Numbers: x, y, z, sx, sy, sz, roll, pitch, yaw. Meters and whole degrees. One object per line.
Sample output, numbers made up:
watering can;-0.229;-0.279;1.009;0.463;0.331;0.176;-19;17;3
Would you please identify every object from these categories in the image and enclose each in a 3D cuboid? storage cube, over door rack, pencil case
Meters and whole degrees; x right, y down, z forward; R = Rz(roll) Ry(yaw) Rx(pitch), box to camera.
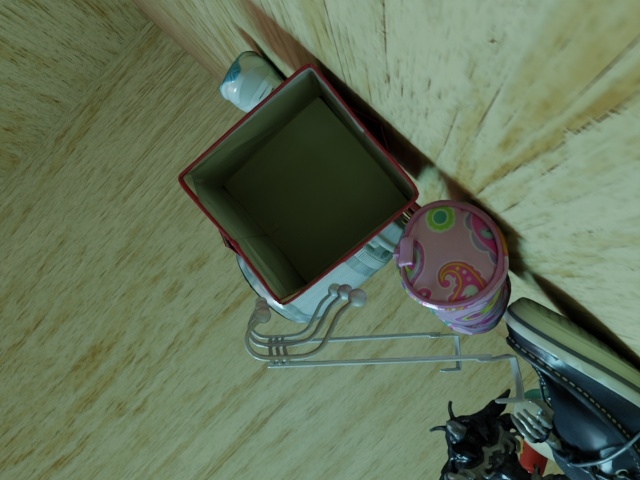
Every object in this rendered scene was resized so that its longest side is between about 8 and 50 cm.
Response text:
storage cube;-0.014;-0.059;0.730;0.183;0.215;0.193;50;-175;2
over door rack;0.068;0.117;0.809;0.325;0.108;0.239;10;177;-5
pencil case;0.166;0.044;0.739;0.124;0.124;0.284;43;-178;21

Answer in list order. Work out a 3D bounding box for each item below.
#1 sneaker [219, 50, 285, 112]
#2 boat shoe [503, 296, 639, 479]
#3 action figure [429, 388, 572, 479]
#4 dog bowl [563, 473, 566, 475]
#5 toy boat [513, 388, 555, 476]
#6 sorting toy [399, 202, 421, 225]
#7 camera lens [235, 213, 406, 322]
sneaker;-0.073;-0.220;0.964;0.092;0.087;0.229;36;-173;19
boat shoe;0.375;0.252;0.800;0.500;0.156;0.187;43;-177;-30
action figure;0.221;0.262;0.711;0.276;0.164;0.141;30;165;46
dog bowl;0.529;0.482;1.031;0.265;0.104;0.265;18;153;9
toy boat;0.449;0.338;1.111;0.268;0.148;0.318;23;154;-1
sorting toy;0.130;-0.060;1.042;0.102;0.042;0.061;44;-177;20
camera lens;0.000;0.000;1.128;0.219;0.274;0.219;44;-163;-17
